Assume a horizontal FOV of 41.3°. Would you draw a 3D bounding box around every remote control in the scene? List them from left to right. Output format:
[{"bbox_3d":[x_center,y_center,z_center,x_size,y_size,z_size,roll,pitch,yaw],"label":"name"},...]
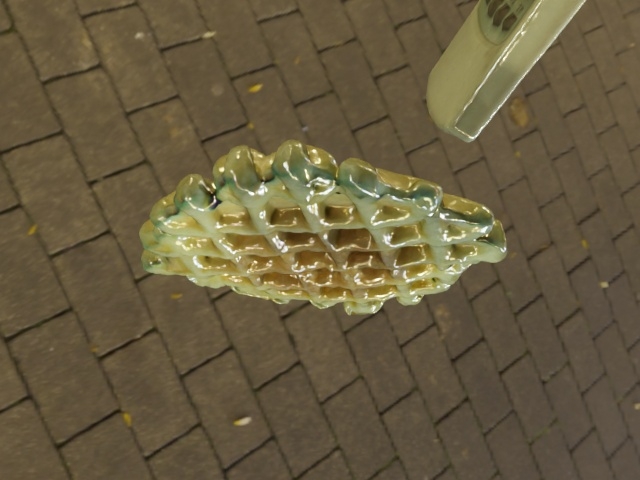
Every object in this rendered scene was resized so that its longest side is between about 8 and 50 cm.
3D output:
[{"bbox_3d":[0.159,-0.194,0.548,0.038,0.285,0.123,30,28,-13],"label":"remote control"}]

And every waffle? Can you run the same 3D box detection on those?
[{"bbox_3d":[0.000,0.000,0.770,0.309,0.292,0.056,16,63,-26],"label":"waffle"}]
